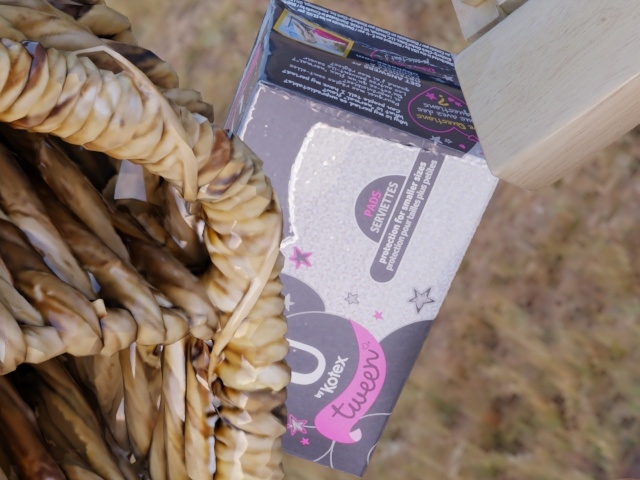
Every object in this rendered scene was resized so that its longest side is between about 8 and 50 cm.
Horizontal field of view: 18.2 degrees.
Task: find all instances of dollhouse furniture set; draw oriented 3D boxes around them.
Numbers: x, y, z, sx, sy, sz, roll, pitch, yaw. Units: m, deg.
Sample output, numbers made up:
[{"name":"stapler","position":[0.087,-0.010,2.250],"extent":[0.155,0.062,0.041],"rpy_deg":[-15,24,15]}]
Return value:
[{"name":"dollhouse furniture set","position":[0.128,-0.104,0.695],"extent":[0.144,0.123,0.151],"rpy_deg":[-36,53,30]}]

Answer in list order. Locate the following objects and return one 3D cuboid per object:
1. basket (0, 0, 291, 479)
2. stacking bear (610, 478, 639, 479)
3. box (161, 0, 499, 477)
[{"name":"basket","position":[-0.140,0.046,0.444],"extent":[0.223,0.299,0.213],"rpy_deg":[53,130,27]},{"name":"stacking bear","position":[0.192,0.280,1.235],"extent":[0.164,0.175,0.289],"rpy_deg":[-52,-37,-54]},{"name":"box","position":[0.000,0.000,1.261],"extent":[0.142,0.163,0.247],"rpy_deg":[-84,15,-59]}]
